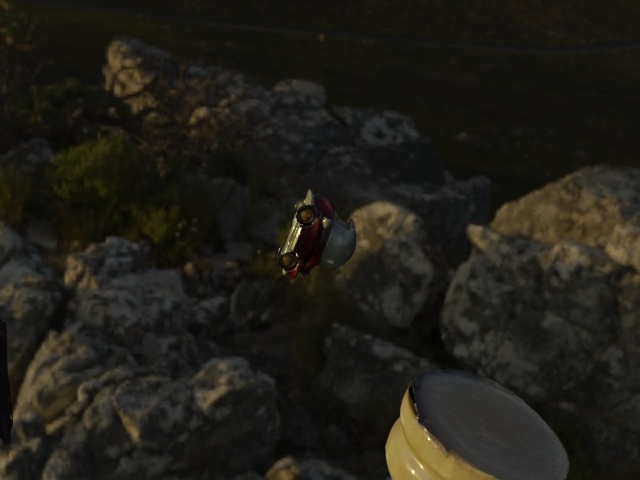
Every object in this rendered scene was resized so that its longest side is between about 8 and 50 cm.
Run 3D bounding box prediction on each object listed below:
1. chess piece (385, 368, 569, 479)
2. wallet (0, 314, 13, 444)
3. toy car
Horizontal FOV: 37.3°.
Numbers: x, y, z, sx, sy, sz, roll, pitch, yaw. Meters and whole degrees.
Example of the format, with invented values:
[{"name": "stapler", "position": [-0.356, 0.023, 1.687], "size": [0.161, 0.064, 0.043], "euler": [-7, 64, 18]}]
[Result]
[{"name": "chess piece", "position": [0.090, 0.250, 0.808], "size": [0.143, 0.261, 0.143], "euler": [19, 26, -9]}, {"name": "wallet", "position": [-0.357, 0.123, 0.987], "size": [0.030, 0.166, 0.111], "euler": [-19, 42, -37]}, {"name": "toy car", "position": [0.000, 0.000, 1.489], "size": [0.112, 0.139, 0.112], "euler": [20, 9, -6]}]
